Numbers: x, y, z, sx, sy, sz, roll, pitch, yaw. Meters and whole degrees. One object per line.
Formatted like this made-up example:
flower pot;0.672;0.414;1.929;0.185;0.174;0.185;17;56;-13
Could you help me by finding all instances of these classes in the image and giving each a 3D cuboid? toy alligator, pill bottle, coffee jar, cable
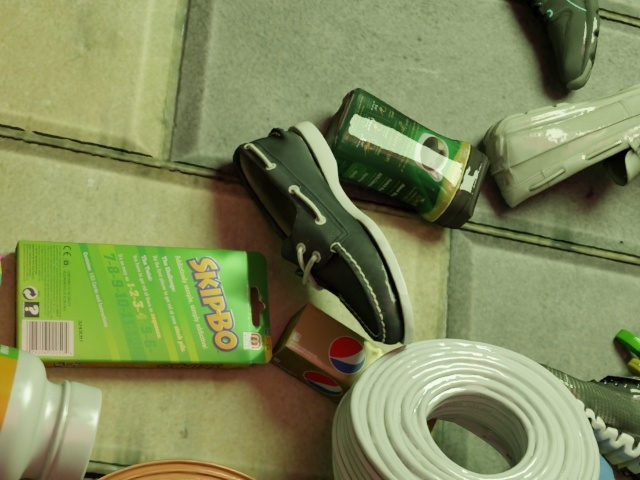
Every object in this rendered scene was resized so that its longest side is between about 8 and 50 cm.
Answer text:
toy alligator;0.412;0.156;1.486;0.056;0.189;0.051;-47;136;-11
pill bottle;-0.330;0.154;1.192;0.245;0.136;0.136;16;66;-15
coffee jar;0.096;-0.089;1.475;0.184;0.079;0.096;26;62;-9
cable;0.138;0.199;1.261;0.257;0.089;0.257;13;41;-2

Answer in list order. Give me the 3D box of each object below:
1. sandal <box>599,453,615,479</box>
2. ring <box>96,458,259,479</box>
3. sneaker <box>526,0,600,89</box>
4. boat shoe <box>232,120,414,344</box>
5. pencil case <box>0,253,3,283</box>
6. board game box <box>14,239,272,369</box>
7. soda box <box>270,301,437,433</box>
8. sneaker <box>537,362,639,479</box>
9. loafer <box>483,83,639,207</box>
sandal;0.320;0.337;1.375;0.126;0.138;0.317;-26;80;-25
ring;-0.134;0.375;1.247;0.336;0.032;0.336;7;69;-18
sneaker;0.287;-0.309;1.636;0.106;0.101;0.267;-1;71;2
boat shoe;0.000;0.000;1.359;0.091;0.114;0.302;-17;47;-17
pencil case;-0.417;0.024;1.228;0.236;0.104;0.104;17;66;-16
board game box;-0.178;0.067;1.339;0.259;0.039;0.124;2;71;-17
soda box;0.040;0.142;1.380;0.181;0.061;0.058;32;62;-7
sneaker;0.320;0.186;1.466;0.234;0.078;0.106;33;60;-11
loafer;0.351;-0.119;1.546;0.319;0.112;0.111;-15;88;-2
